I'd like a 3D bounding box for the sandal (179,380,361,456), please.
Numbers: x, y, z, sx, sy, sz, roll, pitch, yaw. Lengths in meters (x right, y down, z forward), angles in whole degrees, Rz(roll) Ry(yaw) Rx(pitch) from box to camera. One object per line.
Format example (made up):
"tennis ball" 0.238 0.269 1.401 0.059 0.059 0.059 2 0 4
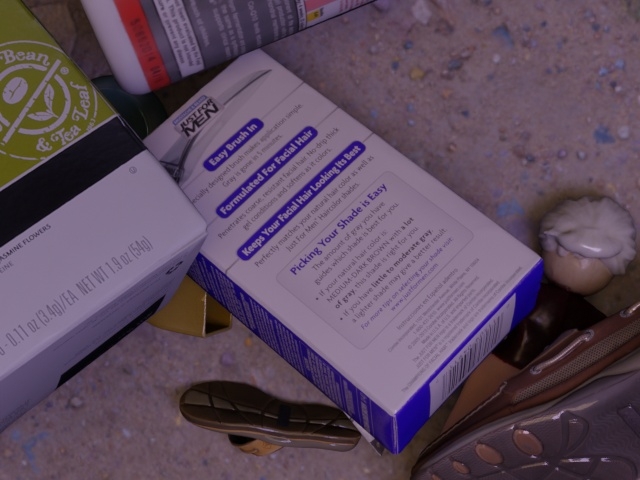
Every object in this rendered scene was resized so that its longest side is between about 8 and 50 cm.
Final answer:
"sandal" -0.051 0.182 1.113 0.180 0.072 0.049 11 115 4

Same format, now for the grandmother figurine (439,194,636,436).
"grandmother figurine" 0.188 0.114 1.059 0.207 0.104 0.342 25 93 -15

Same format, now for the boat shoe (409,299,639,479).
"boat shoe" 0.221 0.138 0.962 0.324 0.116 0.123 -29 115 19

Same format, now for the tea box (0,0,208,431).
"tea box" -0.325 -0.005 0.907 0.329 0.220 0.323 -39 85 -26

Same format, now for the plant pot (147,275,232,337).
"plant pot" -0.135 0.047 1.110 0.083 0.081 0.082 3 92 14

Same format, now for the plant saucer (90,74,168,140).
"plant saucer" -0.209 -0.105 1.142 0.119 0.021 0.119 0 92 8

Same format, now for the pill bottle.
"pill bottle" -0.041 -0.284 0.995 0.363 0.210 0.210 -23 89 -5

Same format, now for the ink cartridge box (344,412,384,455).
"ink cartridge box" 0.043 0.162 1.101 0.028 0.048 0.083 -40 87 8

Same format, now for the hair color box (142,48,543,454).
"hair color box" 0.000 0.000 0.998 0.339 0.110 0.185 40 72 21
